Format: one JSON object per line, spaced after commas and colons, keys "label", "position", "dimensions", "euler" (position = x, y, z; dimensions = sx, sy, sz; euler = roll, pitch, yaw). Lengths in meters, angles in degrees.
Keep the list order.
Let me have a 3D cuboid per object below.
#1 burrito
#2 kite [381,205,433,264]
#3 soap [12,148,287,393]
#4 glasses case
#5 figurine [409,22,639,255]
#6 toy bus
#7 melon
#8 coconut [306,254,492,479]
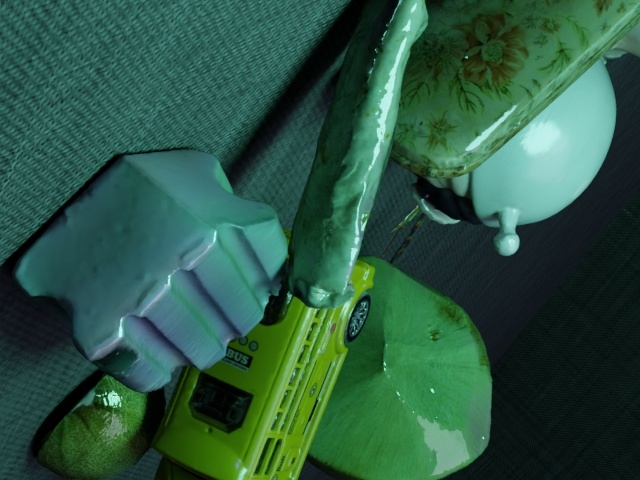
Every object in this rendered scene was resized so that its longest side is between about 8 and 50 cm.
{"label": "burrito", "position": [0.032, -0.086, 1.472], "dimensions": [0.096, 0.066, 0.309], "euler": [-119, -137, -74]}
{"label": "kite", "position": [0.142, -0.028, 2.339], "dimensions": [0.198, 0.006, 0.244], "euler": [-32, 161, -48]}
{"label": "soap", "position": [-0.127, 0.028, 1.421], "dimensions": [0.193, 0.109, 0.324], "euler": [-44, 167, -5]}
{"label": "glasses case", "position": [0.207, -0.226, 1.593], "dimensions": [0.425, 0.156, 0.098], "euler": [-42, 159, -16]}
{"label": "figurine", "position": [0.237, -0.173, 1.751], "dimensions": [0.361, 0.211, 0.253], "euler": [-44, 135, -8]}
{"label": "toy bus", "position": [-0.074, 0.152, 1.709], "dimensions": [0.331, 0.145, 0.151], "euler": [-69, 160, 1]}
{"label": "melon", "position": [-0.217, 0.190, 1.703], "dimensions": [0.160, 0.079, 0.128], "euler": [-44, 169, -6]}
{"label": "coconut", "position": [0.075, 0.177, 2.112], "dimensions": [0.281, 0.328, 0.328], "euler": [-26, 164, -6]}
